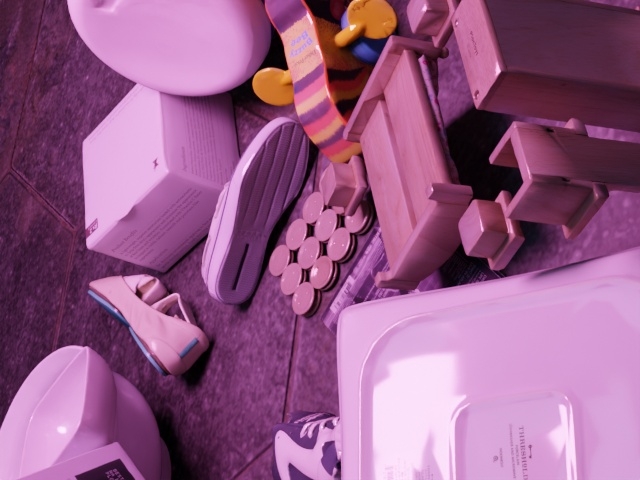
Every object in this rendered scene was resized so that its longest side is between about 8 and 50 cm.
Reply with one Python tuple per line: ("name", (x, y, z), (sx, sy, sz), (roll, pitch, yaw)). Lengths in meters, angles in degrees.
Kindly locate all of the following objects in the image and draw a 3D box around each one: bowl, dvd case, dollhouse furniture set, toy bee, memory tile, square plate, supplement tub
("bowl", (-0.269, 0.283, 1.513), (0.298, 0.134, 0.298), (-26, 54, 44))
("dvd case", (0.091, 0.065, 1.238), (0.165, 0.018, 0.221), (-59, 36, 13))
("dollhouse furniture set", (0.155, -0.044, 1.160), (0.355, 0.173, 0.303), (118, 151, -47))
("toy bee", (-0.011, -0.223, 1.390), (0.195, 0.162, 0.298), (-49, 41, 26))
("bowl", (-0.263, 0.201, 1.367), (0.142, 0.053, 0.142), (-49, 28, 27))
("memory tile", (0.000, 0.000, 1.396), (0.148, 0.012, 0.113), (-57, 37, 17))
("square plate", (0.154, 0.173, 0.973), (0.344, 0.049, 0.347), (-13, 60, 26))
("supplement tub", (-0.141, -0.366, 1.532), (0.241, 0.241, 0.331), (-23, 42, 46))

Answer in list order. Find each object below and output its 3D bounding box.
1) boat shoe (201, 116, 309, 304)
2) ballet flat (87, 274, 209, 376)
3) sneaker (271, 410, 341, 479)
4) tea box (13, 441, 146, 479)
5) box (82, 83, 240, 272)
("boat shoe", (-0.088, -0.041, 1.470), (0.076, 0.083, 0.226), (34, 102, 53))
("ballet flat", (-0.209, 0.090, 1.588), (0.248, 0.086, 0.086), (36, 103, 52))
("sneaker", (0.015, 0.179, 1.202), (0.153, 0.094, 0.235), (49, 133, 48))
("tea box", (-0.253, 0.434, 1.238), (0.329, 0.220, 0.323), (50, 119, 17))
("box", (-0.201, -0.088, 1.614), (0.181, 0.119, 0.182), (-39, 46, 35))
